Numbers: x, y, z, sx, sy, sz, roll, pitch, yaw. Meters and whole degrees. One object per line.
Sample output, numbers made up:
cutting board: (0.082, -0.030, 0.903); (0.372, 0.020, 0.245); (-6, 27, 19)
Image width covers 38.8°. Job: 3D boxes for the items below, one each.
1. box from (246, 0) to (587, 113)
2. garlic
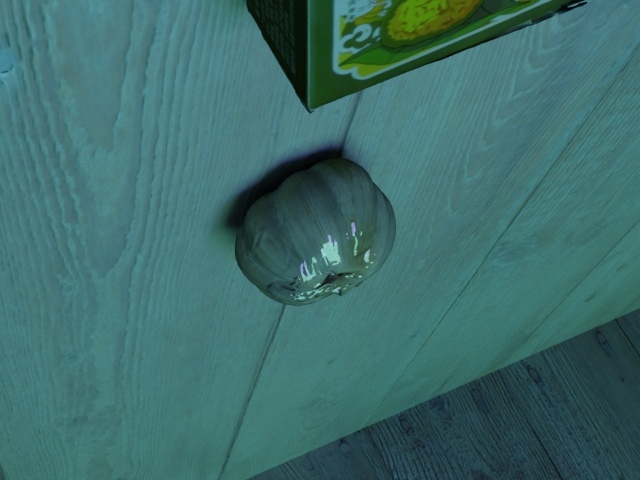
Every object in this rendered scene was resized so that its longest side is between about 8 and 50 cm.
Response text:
box: (0.130, -0.315, 0.670); (0.372, 0.138, 0.420); (-23, 157, -12)
garlic: (-0.003, 0.001, 1.181); (0.227, 0.152, 0.228); (-29, 157, -13)
